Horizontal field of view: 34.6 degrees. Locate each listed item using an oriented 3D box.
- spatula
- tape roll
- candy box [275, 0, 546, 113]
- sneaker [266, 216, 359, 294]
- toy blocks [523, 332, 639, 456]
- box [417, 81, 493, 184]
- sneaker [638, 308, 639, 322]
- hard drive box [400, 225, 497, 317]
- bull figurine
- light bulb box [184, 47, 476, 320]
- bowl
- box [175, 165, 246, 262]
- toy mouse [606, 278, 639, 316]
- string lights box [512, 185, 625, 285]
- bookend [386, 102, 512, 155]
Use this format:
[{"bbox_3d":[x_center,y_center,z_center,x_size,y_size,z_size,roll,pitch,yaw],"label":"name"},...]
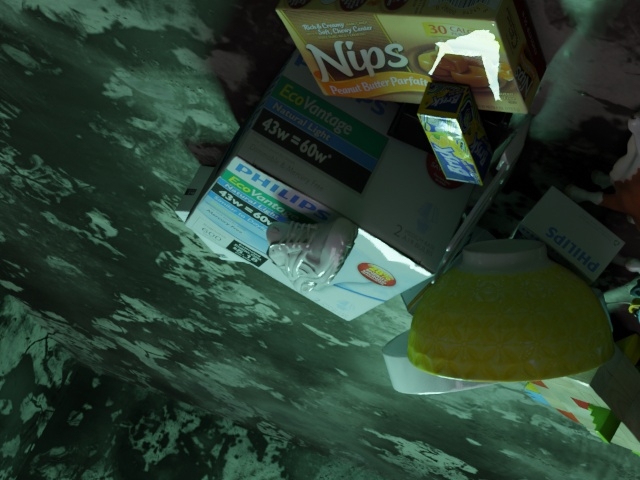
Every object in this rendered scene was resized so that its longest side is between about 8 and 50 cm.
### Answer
[{"bbox_3d":[0.233,-0.055,1.489,0.019,0.242,0.168,34,159,10],"label":"spatula"},{"bbox_3d":[0.299,0.166,1.761,0.392,0.392,0.072,-11,97,54],"label":"tape roll"},{"bbox_3d":[0.119,-0.266,1.357,0.316,0.087,0.183,11,153,31],"label":"candy box"},{"bbox_3d":[-0.026,0.010,1.517,0.115,0.090,0.232,34,154,-8],"label":"sneaker"},{"bbox_3d":[0.507,0.279,2.023,0.261,0.190,0.381,15,156,51],"label":"toy blocks"},{"bbox_3d":[0.184,-0.142,1.388,0.059,0.054,0.169,12,158,27],"label":"box"},{"bbox_3d":[0.681,0.148,1.621,0.366,0.135,0.150,19,179,1],"label":"sneaker"},{"bbox_3d":[0.228,0.069,1.699,0.089,0.181,0.232,43,-177,-1],"label":"hard drive box"},{"bbox_3d":[0.468,-0.049,1.439,0.310,0.101,0.188,48,157,-28],"label":"bull figurine"},{"bbox_3d":[0.012,-0.076,1.687,0.358,0.225,0.361,30,157,-9],"label":"light bulb box"},{"bbox_3d":[0.259,0.083,1.435,0.290,0.156,0.289,-5,-171,1],"label":"bowl"},{"bbox_3d":[-0.154,-0.048,2.042,0.181,0.119,0.182,6,149,37],"label":"box"},{"bbox_3d":[0.576,0.096,1.710,0.161,0.031,0.143,22,152,3],"label":"toy mouse"},{"bbox_3d":[0.364,0.011,1.562,0.133,0.077,0.259,40,176,10],"label":"string lights box"},{"bbox_3d":[0.189,-0.185,1.471,0.157,0.072,0.156,23,157,5],"label":"bookend"}]
